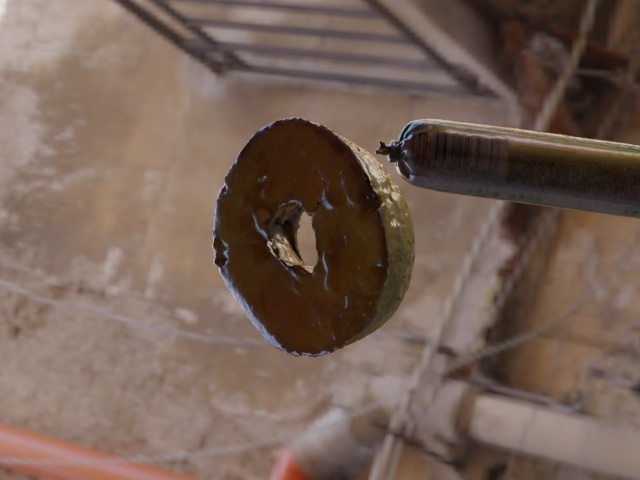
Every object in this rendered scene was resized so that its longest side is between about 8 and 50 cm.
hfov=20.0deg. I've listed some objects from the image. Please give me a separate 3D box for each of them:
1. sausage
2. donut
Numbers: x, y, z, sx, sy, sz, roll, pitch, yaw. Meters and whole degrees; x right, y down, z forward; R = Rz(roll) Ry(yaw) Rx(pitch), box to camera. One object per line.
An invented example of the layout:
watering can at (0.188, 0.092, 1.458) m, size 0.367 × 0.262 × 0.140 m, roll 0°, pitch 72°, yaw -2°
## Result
sausage at (0.155, -0.023, 0.783) m, size 0.269 × 0.033 × 0.033 m, roll 7°, pitch -86°, yaw -8°
donut at (0.000, 0.000, 1.337) m, size 0.065 × 0.178 × 0.162 m, roll 1°, pitch -40°, yaw -49°
